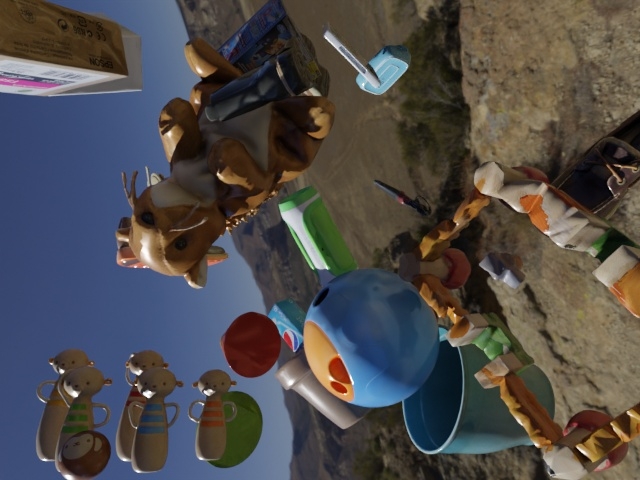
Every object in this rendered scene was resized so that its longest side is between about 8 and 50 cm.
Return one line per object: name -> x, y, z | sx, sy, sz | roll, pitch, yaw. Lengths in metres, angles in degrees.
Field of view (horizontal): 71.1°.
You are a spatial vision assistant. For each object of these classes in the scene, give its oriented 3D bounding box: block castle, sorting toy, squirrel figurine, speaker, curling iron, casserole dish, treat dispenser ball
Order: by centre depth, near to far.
block castle -> 0.374, 0.103, 0.730 | 0.303, 0.212, 0.453 | -55, 50, 28
sorting toy -> -0.186, 0.314, 0.836 | 0.126, 0.127, 0.366 | -11, 61, 51
squirrel figurine -> -0.194, -0.095, 0.846 | 0.370, 0.281, 0.397 | -61, 0, -13
treat dispenser ball -> 0.106, 0.204, 0.956 | 0.288, 0.288, 0.288 | 164, 90, -84
speaker -> 0.000, 0.000, 1.267 | 0.297, 0.131, 0.131 | 61, 177, -13
curling iron -> 0.238, -0.136, 1.321 | 0.068, 0.035, 0.274 | 53, 175, -34
casserole dish -> 0.191, -0.504, 1.344 | 0.188, 0.114, 0.037 | -36, 55, 47

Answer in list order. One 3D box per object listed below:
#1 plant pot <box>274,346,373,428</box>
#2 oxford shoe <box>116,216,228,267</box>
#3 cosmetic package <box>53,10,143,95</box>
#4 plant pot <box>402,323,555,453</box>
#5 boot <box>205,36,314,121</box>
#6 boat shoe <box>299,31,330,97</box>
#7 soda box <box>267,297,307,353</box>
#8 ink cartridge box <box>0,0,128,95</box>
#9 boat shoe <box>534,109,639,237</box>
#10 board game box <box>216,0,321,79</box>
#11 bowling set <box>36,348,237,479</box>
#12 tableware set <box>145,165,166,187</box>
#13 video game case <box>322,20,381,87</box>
plant pot -> 0.043, 0.369, 1.209 | 0.229, 0.263, 0.263 | 51, 169, 12
oxford shoe -> -0.400, 0.007, 1.268 | 0.363, 0.130, 0.133 | 12, -116, -60
cosmetic package -> -0.591, -0.462, 1.087 | 0.224, 0.224, 0.138 | 37, 130, 32
plant pot -> 0.359, 0.346, 1.009 | 0.271, 0.255, 0.272 | -167, 90, -78
boot -> -0.086, -0.231, 0.651 | 0.198, 0.137, 0.077 | -78, -35, -69
boat shoe -> -0.070, -0.560, 1.470 | 0.324, 0.119, 0.123 | 33, -110, -68
soda box -> -0.057, 0.264, 1.273 | 0.210, 0.071, 0.067 | 45, 122, 27
ink cartridge box -> -0.439, -0.275, 0.646 | 0.234, 0.193, 0.088 | -33, -63, -67
boat shoe -> 0.534, -0.141, 0.824 | 0.123, 0.342, 0.123 | 51, 177, 36
board game box -> -0.121, -0.364, 0.912 | 0.060, 0.194, 0.194 | 69, -168, 20
bowling set -> -0.256, 0.220, 0.596 | 0.200, 0.286, 0.154 | 121, 151, -70
tableware set -> -0.456, -0.116, 1.312 | 0.128, 0.039, 0.194 | 41, 140, 28
video game case -> 0.078, -0.488, 1.169 | 0.183, 0.023, 0.201 | 38, -156, -20
